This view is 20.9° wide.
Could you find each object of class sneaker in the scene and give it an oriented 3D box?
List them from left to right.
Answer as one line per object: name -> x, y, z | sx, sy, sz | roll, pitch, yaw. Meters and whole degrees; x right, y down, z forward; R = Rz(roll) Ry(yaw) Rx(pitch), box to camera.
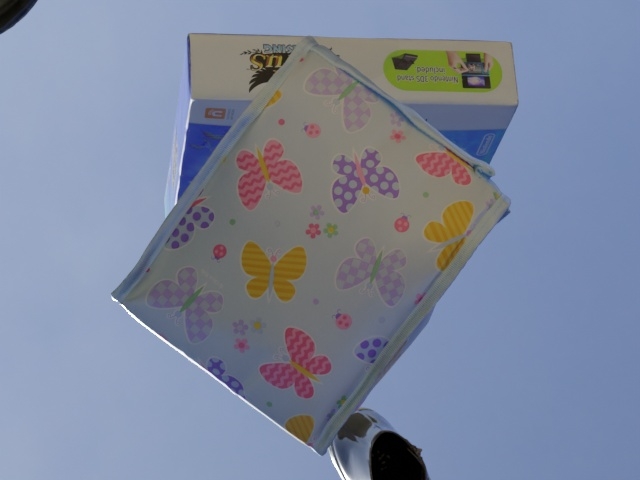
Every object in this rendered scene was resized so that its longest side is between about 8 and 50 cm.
sneaker -> 0.085, 0.262, 1.611 | 0.083, 0.222, 0.118 | -35, -169, -9

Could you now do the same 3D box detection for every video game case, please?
video game case -> 0.006, -0.067, 1.375 | 0.244, 0.269, 0.061 | 1, -116, -8

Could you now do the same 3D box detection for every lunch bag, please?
lunch bag -> 0.000, 0.000, 0.448 | 0.083, 0.071, 0.053 | -55, 180, 12

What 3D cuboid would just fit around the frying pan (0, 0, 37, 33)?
frying pan -> -0.229, -0.169, 0.716 | 0.326, 0.197, 0.053 | 1, -146, 34
